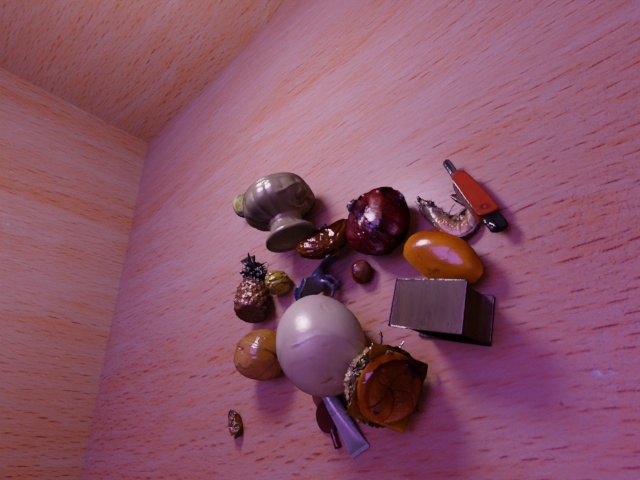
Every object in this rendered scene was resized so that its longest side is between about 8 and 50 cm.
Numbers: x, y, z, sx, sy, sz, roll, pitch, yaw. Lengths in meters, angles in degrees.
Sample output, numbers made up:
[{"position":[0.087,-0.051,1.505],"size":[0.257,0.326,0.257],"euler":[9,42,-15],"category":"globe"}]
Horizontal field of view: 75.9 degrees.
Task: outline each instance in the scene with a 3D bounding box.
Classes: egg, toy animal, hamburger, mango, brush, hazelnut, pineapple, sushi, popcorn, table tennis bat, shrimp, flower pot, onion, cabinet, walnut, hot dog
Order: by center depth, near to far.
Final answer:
[{"position":[0.329,0.188,1.119],"size":[0.215,0.175,0.148],"euler":[-5,67,45],"category":"cabinet"},{"position":[0.171,0.391,1.137],"size":[0.261,0.243,0.139],"euler":[-61,22,-4],"category":"hamburger"},{"position":[0.356,0.054,1.198],"size":[0.252,0.126,0.153],"euler":[26,101,48],"category":"mango"},{"position":[0.454,-0.140,1.238],"size":[0.070,0.051,0.323],"euler":[-20,51,0],"category":"brush"},{"position":[0.397,-0.095,1.296],"size":[0.143,0.052,0.251],"euler":[-45,50,3],"category":"shrimp"},{"position":[-0.004,0.321,1.315],"size":[0.283,0.283,0.345],"euler":[-51,26,14],"category":"egg"},{"position":[0.028,0.595,1.330],"size":[0.098,0.019,0.154],"euler":[-50,46,26],"category":"table tennis bat"},{"position":[0.060,0.504,1.353],"size":[0.247,0.022,0.138],"euler":[-4,71,46],"category":"table tennis bat"},{"position":[0.177,-0.069,1.372],"size":[0.252,0.219,0.252],"euler":[-33,41,34],"category":"onion"},{"position":[0.138,0.107,1.433],"size":[0.086,0.086,0.086],"euler":[-22,56,37],"category":"hazelnut"},{"position":[-0.021,0.150,1.507],"size":[0.177,0.239,0.255],"euler":[14,116,19],"category":"toy animal"},{"position":[0.021,0.005,1.512],"size":[0.227,0.160,0.099],"euler":[-26,78,-1],"category":"hot dog"},{"position":[-0.229,0.435,1.564],"size":[0.226,0.193,0.193],"euler":[-21,56,42],"category":"walnut"},{"position":[-0.340,0.725,1.617],"size":[0.061,0.060,0.118],"euler":[-50,44,8],"category":"sushi"},{"position":[-0.176,0.169,1.695],"size":[0.106,0.120,0.116],"euler":[-22,56,-5],"category":"popcorn"},{"position":[-0.153,-0.104,1.697],"size":[0.307,0.308,0.244],"euler":[-36,64,28],"category":"flower pot"},{"position":[-0.289,0.186,1.787],"size":[0.169,0.169,0.340],"euler":[-36,36,28],"category":"pineapple"}]

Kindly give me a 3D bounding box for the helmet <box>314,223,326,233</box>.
[{"position":[0.000,0.000,1.624],"size":[0.123,0.070,0.098],"euler":[-41,14,5],"category":"helmet"}]

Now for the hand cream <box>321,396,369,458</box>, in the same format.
[{"position":[0.070,0.563,1.279],"size":[0.078,0.050,0.204],"euler":[-45,61,19],"category":"hand cream"}]

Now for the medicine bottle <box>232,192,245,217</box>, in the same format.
[{"position":[-0.318,-0.183,2.012],"size":[0.239,0.124,0.124],"euler":[-3,69,44],"category":"medicine bottle"}]
